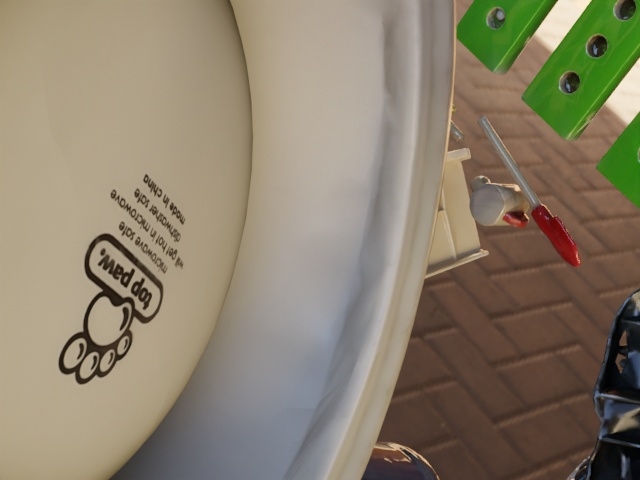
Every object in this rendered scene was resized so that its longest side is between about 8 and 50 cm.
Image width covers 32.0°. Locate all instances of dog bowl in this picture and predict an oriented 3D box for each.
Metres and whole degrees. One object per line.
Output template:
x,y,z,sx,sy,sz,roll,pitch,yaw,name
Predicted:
-0.088,-0.008,0.412,0.150,0.407,0.408,14,26,22,dog bowl

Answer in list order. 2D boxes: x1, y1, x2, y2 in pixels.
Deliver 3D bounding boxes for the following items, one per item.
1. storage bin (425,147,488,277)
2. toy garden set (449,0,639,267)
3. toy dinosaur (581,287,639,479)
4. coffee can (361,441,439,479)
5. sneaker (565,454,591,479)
0.000,0.000,1.207,0.260,0.262,0.123,-15,92,-52,storage bin
0.133,-0.100,0.704,0.049,0.203,0.244,0,42,-49,toy garden set
0.170,0.054,0.359,0.218,0.164,0.321,1,61,-64,toy dinosaur
-0.044,0.279,1.039,0.275,0.201,0.201,13,40,-35,coffee can
0.232,0.219,0.853,0.083,0.071,0.190,45,29,-2,sneaker
